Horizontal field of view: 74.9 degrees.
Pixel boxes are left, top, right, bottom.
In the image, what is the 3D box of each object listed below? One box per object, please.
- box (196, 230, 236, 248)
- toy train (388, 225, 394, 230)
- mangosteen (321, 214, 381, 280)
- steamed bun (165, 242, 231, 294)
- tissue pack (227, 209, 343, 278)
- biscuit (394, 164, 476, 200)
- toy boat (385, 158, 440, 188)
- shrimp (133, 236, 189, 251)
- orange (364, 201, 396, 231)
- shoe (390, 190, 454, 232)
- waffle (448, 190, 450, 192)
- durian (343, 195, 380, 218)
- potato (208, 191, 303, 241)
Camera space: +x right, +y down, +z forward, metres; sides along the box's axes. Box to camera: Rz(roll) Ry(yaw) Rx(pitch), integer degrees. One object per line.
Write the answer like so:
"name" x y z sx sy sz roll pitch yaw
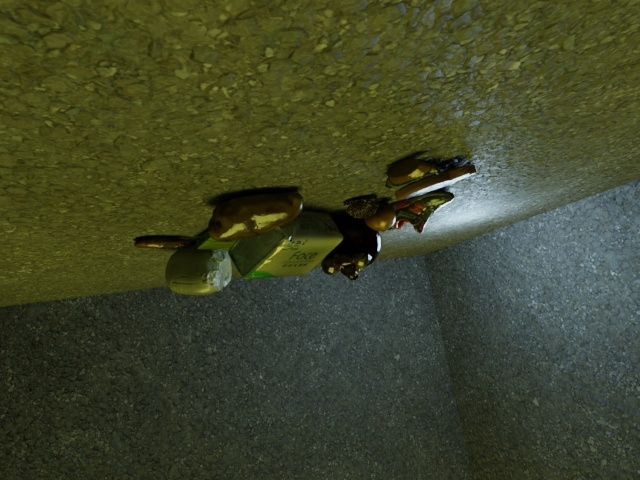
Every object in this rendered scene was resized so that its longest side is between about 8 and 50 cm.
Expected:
"box" -0.425 -0.029 1.938 0.187 0.047 0.335 3 160 -38
"toy train" 0.287 -0.094 2.225 0.248 0.101 0.159 -20 152 39
"mangosteen" 0.143 0.025 2.100 0.330 0.330 0.330 -10 169 -2
"steamed bun" -0.625 0.129 2.128 0.312 0.233 0.334 2 -169 0
"tissue pack" -0.150 0.018 1.895 0.405 0.205 0.332 -1 143 -51
"biscuit" 0.437 -0.227 1.616 0.355 0.052 0.275 -18 177 -30
"toy boat" 0.308 -0.236 1.482 0.088 0.089 0.229 26 156 -37
"shrimp" -0.735 0.017 1.944 0.249 0.068 0.150 2 177 -30
"orange" 0.283 -0.113 1.968 0.156 0.134 0.156 -19 -163 6
"shoe" 0.481 -0.126 2.001 0.336 0.171 0.132 -16 167 31
"waffle" 0.566 -0.206 2.061 0.097 0.023 0.153 -8 171 -15
"durian" 0.196 -0.144 1.866 0.188 0.091 0.148 -22 165 40
"potato" -0.243 -0.099 1.572 0.369 0.176 0.195 -16 127 -7
